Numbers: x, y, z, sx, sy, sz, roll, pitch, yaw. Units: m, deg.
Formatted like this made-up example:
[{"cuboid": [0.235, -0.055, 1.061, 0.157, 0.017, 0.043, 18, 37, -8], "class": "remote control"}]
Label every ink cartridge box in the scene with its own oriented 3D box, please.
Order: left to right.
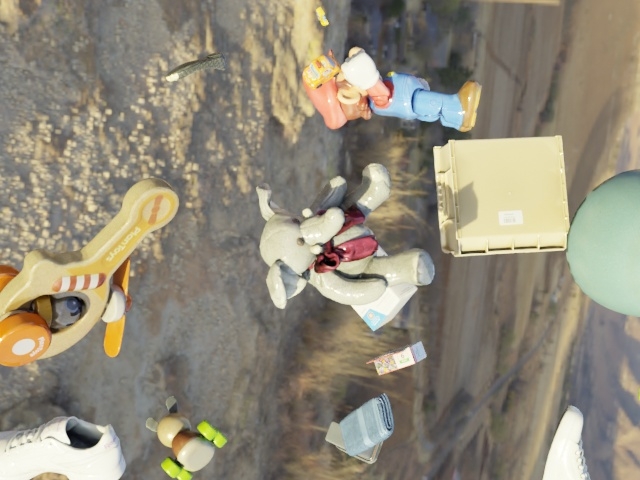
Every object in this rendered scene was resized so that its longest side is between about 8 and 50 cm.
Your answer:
[{"cuboid": [0.119, 0.098, 1.826, 0.082, 0.191, 0.140, -27, 158, -44], "class": "ink cartridge box"}, {"cuboid": [0.119, 0.184, 1.171, 0.115, 0.062, 0.029, -1, 70, -69], "class": "ink cartridge box"}]

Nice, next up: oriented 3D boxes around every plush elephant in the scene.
[{"cuboid": [0.000, 0.000, 1.441, 0.255, 0.330, 0.272, 17, 52, -59], "class": "plush elephant"}]

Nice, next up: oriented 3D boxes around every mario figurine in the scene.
[{"cuboid": [0.128, -0.291, 1.369, 0.198, 0.320, 0.170, 94, 6, -58], "class": "mario figurine"}]

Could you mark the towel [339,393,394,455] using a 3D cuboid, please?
[{"cuboid": [0.075, 0.294, 1.196, 0.029, 0.119, 0.067, 8, 56, -30], "class": "towel"}]

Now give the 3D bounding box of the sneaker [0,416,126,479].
[{"cuboid": [-0.532, 0.389, 1.460, 0.114, 0.305, 0.152, -91, -175, -56], "class": "sneaker"}]

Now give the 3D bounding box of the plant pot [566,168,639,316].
[{"cuboid": [0.635, 0.025, 1.409, 0.195, 0.290, 0.290, -104, -164, -75], "class": "plant pot"}]

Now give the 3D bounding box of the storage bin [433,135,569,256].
[{"cuboid": [0.407, -0.099, 1.704, 0.123, 0.262, 0.260, 148, -61, -82], "class": "storage bin"}]

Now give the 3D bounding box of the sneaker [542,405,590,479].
[{"cuboid": [0.512, 0.473, 1.521, 0.106, 0.123, 0.290, -26, 126, -61], "class": "sneaker"}]

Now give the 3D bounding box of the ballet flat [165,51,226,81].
[{"cuboid": [-0.311, -0.432, 1.918, 0.173, 0.057, 0.049, -27, 120, -27], "class": "ballet flat"}]

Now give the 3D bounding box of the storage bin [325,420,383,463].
[{"cuboid": [0.086, 0.526, 2.023, 0.091, 0.135, 0.098, 33, 76, -52], "class": "storage bin"}]

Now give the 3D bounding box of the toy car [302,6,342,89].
[{"cuboid": [-0.009, -0.293, 1.144, 0.040, 0.060, 0.122, 52, 23, -76], "class": "toy car"}]

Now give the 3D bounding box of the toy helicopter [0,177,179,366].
[{"cuboid": [-0.340, 0.051, 1.161, 0.355, 0.140, 0.235, -46, 144, 5], "class": "toy helicopter"}]

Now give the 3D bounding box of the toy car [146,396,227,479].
[{"cuboid": [-0.368, 0.503, 1.969, 0.155, 0.188, 0.149, -45, 151, -12], "class": "toy car"}]

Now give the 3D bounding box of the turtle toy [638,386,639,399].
[{"cuboid": [0.723, 0.364, 1.603, 0.095, 0.066, 0.130, 53, 19, -71], "class": "turtle toy"}]
